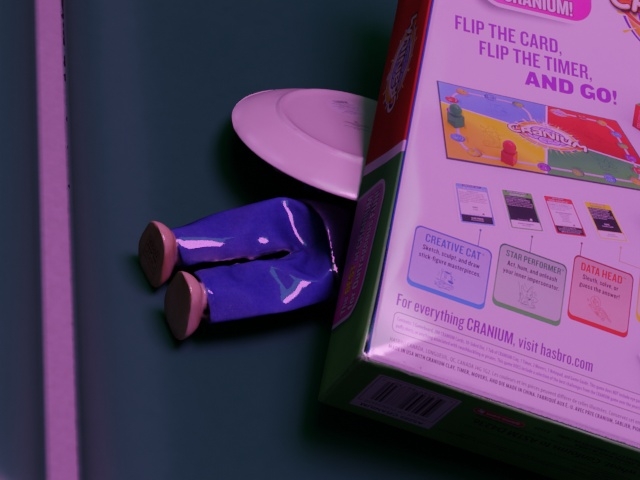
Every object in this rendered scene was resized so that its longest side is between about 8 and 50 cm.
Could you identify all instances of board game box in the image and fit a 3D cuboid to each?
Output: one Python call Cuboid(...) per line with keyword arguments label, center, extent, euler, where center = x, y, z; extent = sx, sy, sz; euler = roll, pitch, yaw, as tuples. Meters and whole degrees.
Cuboid(label="board game box", center=(0.145, -0.028, 1.056), extent=(0.242, 0.064, 0.316), euler=(20, 60, -13))

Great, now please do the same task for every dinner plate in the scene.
Cuboid(label="dinner plate", center=(0.020, -0.058, 1.103), extent=(0.141, 0.017, 0.141), euler=(15, 24, -7))

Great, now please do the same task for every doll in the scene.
Cuboid(label="doll", center=(0.000, 0.000, 1.058), extent=(0.189, 0.046, 0.129), euler=(-9, 51, -27))
